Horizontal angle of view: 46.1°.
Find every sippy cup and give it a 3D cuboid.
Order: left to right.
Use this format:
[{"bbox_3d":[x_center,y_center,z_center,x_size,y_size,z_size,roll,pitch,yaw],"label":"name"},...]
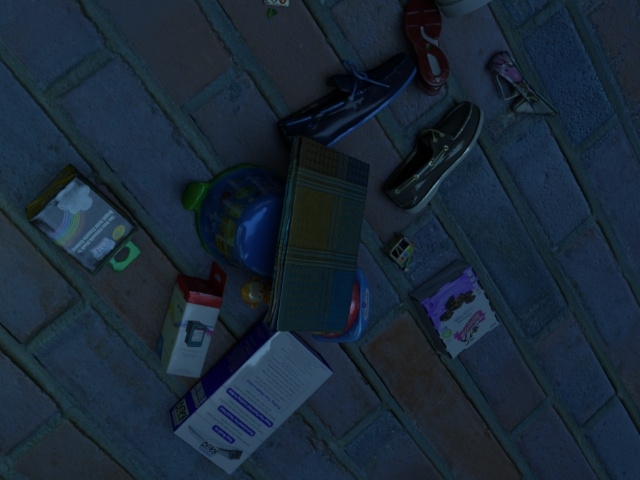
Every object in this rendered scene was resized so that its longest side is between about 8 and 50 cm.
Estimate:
[{"bbox_3d":[-0.126,-0.030,1.580,0.306,0.224,0.240,-13,108,-19],"label":"sippy cup"}]

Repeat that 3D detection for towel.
[{"bbox_3d":[0.000,0.000,1.505,0.271,0.040,0.370,14,82,-56],"label":"towel"}]

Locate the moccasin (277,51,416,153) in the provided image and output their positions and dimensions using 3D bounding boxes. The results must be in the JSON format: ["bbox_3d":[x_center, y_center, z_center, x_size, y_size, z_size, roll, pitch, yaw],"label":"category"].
[{"bbox_3d":[0.059,-0.310,1.632,0.342,0.138,0.117,-40,111,-9],"label":"moccasin"}]

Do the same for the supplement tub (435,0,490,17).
[{"bbox_3d":[0.260,-0.661,1.562,0.241,0.241,0.331,-43,115,-7],"label":"supplement tub"}]

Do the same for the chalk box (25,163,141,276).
[{"bbox_3d":[-0.456,-0.027,1.495,0.132,0.132,0.213,-46,117,-7],"label":"chalk box"}]

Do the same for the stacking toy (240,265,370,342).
[{"bbox_3d":[-0.048,0.124,1.627,0.302,0.166,0.175,13,76,-43],"label":"stacking toy"}]

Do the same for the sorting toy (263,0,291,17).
[{"bbox_3d":[-0.089,-0.510,1.583,0.062,0.012,0.083,-2,104,-23],"label":"sorting toy"}]

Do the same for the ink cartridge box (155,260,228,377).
[{"bbox_3d":[-0.277,0.161,1.617,0.078,0.134,0.231,14,97,-25],"label":"ink cartridge box"}]

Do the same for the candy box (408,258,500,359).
[{"bbox_3d":[0.343,0.175,1.916,0.165,0.070,0.196,-35,114,-11],"label":"candy box"}]

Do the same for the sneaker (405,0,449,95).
[{"bbox_3d":[0.231,-0.431,1.711,0.087,0.128,0.221,-4,75,-4],"label":"sneaker"}]

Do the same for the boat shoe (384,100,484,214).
[{"bbox_3d":[0.265,-0.206,1.761,0.091,0.109,0.305,34,93,-31],"label":"boat shoe"}]

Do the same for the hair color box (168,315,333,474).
[{"bbox_3d":[-0.159,0.347,1.719,0.339,0.110,0.185,-45,115,-2],"label":"hair color box"}]

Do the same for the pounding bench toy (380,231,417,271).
[{"bbox_3d":[0.202,0.029,1.828,0.065,0.052,0.083,-49,116,-5],"label":"pounding bench toy"}]

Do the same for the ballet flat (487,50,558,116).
[{"bbox_3d":[0.486,-0.364,1.838,0.079,0.077,0.221,-43,112,13],"label":"ballet flat"}]
